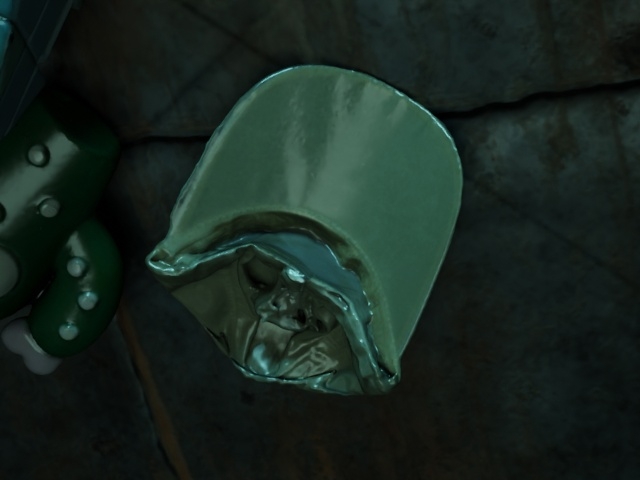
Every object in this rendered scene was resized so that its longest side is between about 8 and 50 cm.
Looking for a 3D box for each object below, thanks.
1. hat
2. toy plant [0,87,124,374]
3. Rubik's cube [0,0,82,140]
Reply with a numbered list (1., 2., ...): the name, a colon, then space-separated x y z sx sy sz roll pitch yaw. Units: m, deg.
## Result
1. hat: 0.000 0.000 1.200 0.214 0.149 0.245 30 84 4
2. toy plant: -0.264 -0.013 1.222 0.232 0.112 0.243 16 115 2
3. Rubik's cube: -0.282 -0.202 1.063 0.213 0.224 0.265 24 126 0
